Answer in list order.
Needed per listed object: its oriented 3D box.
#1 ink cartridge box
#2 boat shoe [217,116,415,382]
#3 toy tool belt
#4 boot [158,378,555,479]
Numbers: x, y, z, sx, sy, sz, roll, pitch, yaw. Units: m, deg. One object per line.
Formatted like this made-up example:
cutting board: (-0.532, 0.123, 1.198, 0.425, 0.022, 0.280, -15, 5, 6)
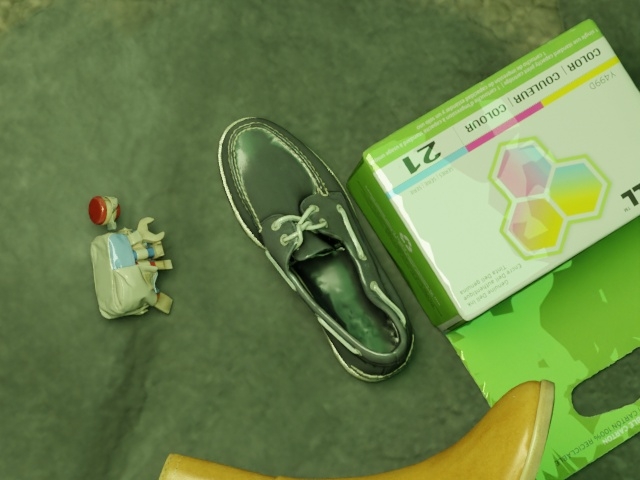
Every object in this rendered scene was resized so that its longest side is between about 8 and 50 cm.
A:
ink cartridge box: (0.166, 0.011, 1.292, 0.188, 0.097, 0.255, -31, 85, -10)
boat shoe: (0.000, 0.000, 1.294, 0.075, 0.065, 0.206, -31, 85, -9)
toy tool belt: (-0.127, 0.010, 1.295, 0.051, 0.052, 0.083, -5, 83, -38)
boot: (0.002, 0.175, 1.200, 0.211, 0.104, 0.295, 26, 111, 2)
